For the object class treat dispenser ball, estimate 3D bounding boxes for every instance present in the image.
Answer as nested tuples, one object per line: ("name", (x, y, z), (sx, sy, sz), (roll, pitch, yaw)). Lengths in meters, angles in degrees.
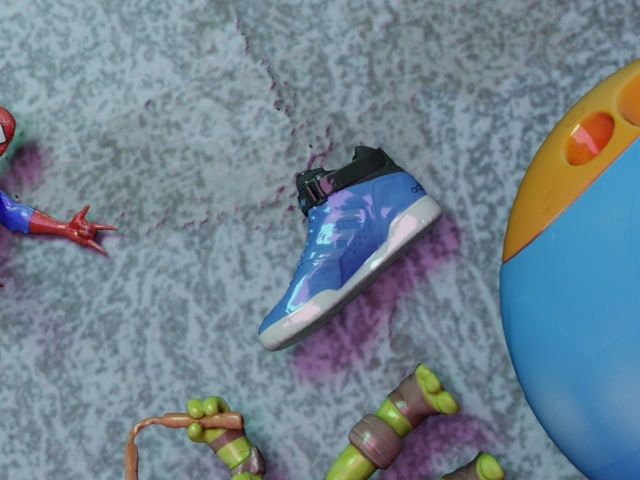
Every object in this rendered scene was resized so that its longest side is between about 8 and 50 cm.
("treat dispenser ball", (0.244, 0.025, 0.826), (0.288, 0.288, 0.288), (-2, 79, 10))

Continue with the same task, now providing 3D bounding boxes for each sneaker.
("sneaker", (0.000, 0.000, 0.990), (0.152, 0.058, 0.084), (-41, 81, -4))

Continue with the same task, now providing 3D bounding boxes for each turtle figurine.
("turtle figurine", (0.014, 0.192, 0.940), (0.217, 0.087, 0.270), (-32, 67, -5))

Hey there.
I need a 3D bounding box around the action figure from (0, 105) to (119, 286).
("action figure", (-0.246, 0.045, 1.012), (0.139, 0.091, 0.280), (18, 84, 19))
